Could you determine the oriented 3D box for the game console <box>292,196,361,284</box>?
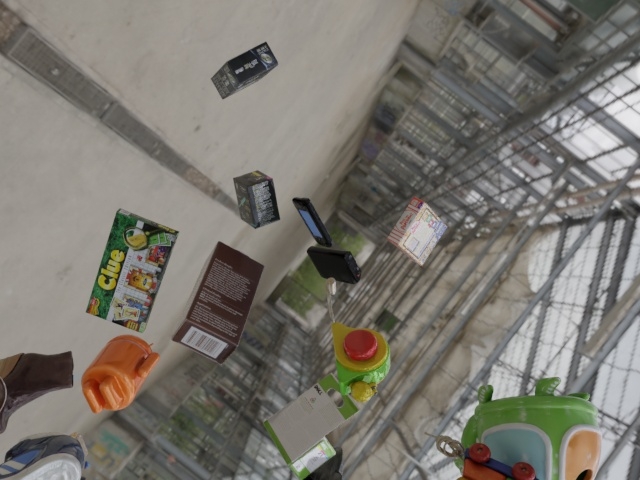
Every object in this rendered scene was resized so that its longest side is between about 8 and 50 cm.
[{"bbox_3d":[0.000,0.000,2.135,0.044,0.361,0.213,-44,-152,-27],"label":"game console"}]

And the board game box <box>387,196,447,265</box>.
[{"bbox_3d":[0.289,-0.023,1.830,0.147,0.045,0.193,-56,143,-2],"label":"board game box"}]

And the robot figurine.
[{"bbox_3d":[-0.466,0.301,1.432,0.158,0.128,0.219,-52,-172,23],"label":"robot figurine"}]

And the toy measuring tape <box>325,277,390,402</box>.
[{"bbox_3d":[0.080,0.199,1.310,0.121,0.121,0.330,-53,-153,30],"label":"toy measuring tape"}]

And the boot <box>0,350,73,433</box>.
[{"bbox_3d":[-0.791,0.408,1.699,0.248,0.206,0.090,-106,-162,-44],"label":"boot"}]

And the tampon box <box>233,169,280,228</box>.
[{"bbox_3d":[-0.220,-0.143,2.142,0.101,0.120,0.161,-22,121,-25],"label":"tampon box"}]

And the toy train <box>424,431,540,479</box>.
[{"bbox_3d":[0.279,0.469,1.192,0.143,0.248,0.105,-36,132,-44],"label":"toy train"}]

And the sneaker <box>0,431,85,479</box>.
[{"bbox_3d":[-0.663,0.517,1.309,0.322,0.130,0.236,-22,-171,-22],"label":"sneaker"}]

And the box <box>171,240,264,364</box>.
[{"bbox_3d":[-0.336,0.200,2.075,0.143,0.191,0.381,-49,-163,39],"label":"box"}]

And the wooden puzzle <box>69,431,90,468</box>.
[{"bbox_3d":[-0.663,0.577,1.696,0.014,0.116,0.078,-14,-173,3],"label":"wooden puzzle"}]

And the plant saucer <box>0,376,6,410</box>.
[{"bbox_3d":[-0.686,0.295,1.169,0.168,0.168,0.029,-53,-139,2],"label":"plant saucer"}]

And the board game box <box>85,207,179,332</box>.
[{"bbox_3d":[-0.410,0.070,1.346,0.030,0.136,0.260,-78,-170,-69],"label":"board game box"}]

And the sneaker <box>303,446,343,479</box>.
[{"bbox_3d":[0.005,0.702,1.870,0.286,0.130,0.109,-58,151,-84],"label":"sneaker"}]

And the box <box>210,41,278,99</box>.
[{"bbox_3d":[-0.231,-0.511,1.875,0.147,0.078,0.180,-34,-168,-23],"label":"box"}]

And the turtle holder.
[{"bbox_3d":[0.429,0.434,1.322,0.243,0.320,0.227,49,38,-56],"label":"turtle holder"}]

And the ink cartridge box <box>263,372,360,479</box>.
[{"bbox_3d":[-0.013,0.542,1.825,0.255,0.097,0.189,-34,-143,-10],"label":"ink cartridge box"}]
